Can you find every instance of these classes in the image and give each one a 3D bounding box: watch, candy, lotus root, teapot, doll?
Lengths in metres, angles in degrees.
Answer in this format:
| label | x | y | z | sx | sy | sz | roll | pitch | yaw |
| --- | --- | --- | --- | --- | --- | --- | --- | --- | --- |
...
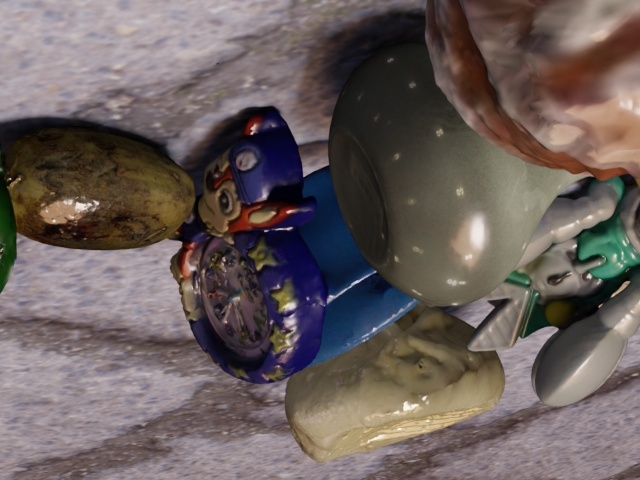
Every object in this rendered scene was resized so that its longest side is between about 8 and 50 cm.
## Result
| label | x | y | z | sx | sy | sz | roll | pitch | yaw |
| --- | --- | --- | --- | --- | --- | --- | --- | --- | --- |
| watch | -0.001 | 0.009 | 1.287 | 0.200 | 0.171 | 0.196 | -13 | 163 | -40 |
| candy | 0.192 | -0.150 | 0.826 | 0.289 | 0.214 | 0.157 | -34 | -173 | -4 |
| lotus root | -0.161 | -0.033 | 1.175 | 0.179 | 0.081 | 0.089 | 9 | 153 | -40 |
| teapot | 0.139 | -0.067 | 1.147 | 0.250 | 0.184 | 0.183 | -19 | 161 | -16 |
| doll | 0.204 | 0.017 | 1.446 | 0.258 | 0.195 | 0.153 | -59 | 170 | 30 |

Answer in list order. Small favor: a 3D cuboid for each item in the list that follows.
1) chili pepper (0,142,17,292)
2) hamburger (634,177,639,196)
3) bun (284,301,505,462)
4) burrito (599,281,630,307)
| label | x | y | z | sx | sy | sz | roll | pitch | yaw |
| --- | --- | --- | --- | --- | --- | --- | --- | --- | --- |
| chili pepper | -0.270 | -0.022 | 1.038 | 0.173 | 0.165 | 0.261 | 16 | 154 | -17 |
| hamburger | 0.326 | -0.079 | 1.021 | 0.300 | 0.300 | 0.176 | -7 | 147 | -12 |
| bun | 0.066 | 0.131 | 1.638 | 0.231 | 0.133 | 0.231 | -15 | 168 | -3 |
| burrito | 0.361 | -0.017 | 1.501 | 0.392 | 0.076 | 0.117 | -30 | 146 | 36 |
